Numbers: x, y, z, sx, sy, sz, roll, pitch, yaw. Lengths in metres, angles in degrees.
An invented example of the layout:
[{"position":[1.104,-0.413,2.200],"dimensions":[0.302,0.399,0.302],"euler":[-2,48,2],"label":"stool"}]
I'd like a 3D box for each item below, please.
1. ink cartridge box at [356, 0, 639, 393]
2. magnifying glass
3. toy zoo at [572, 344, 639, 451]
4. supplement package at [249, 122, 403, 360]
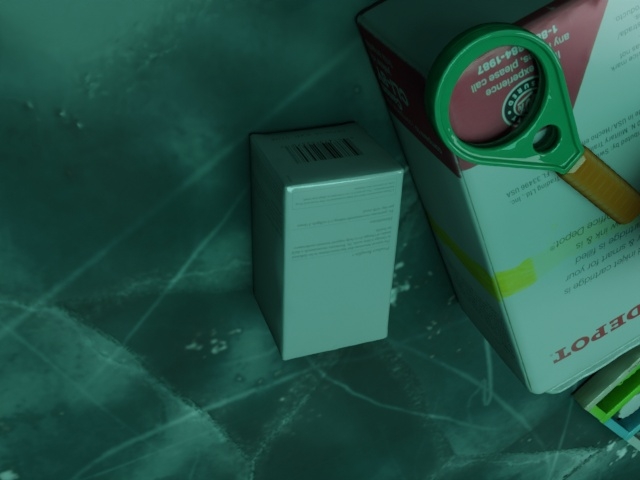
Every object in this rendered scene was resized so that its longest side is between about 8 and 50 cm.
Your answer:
[{"position":[0.236,-0.078,0.643],"dimensions":[0.279,0.160,0.385],"euler":[-29,128,-3],"label":"ink cartridge box"},{"position":[0.165,-0.071,0.505],"dimensions":[0.231,0.026,0.092],"euler":[29,107,-31],"label":"magnifying glass"},{"position":[0.520,0.227,1.055],"dimensions":[0.192,0.030,0.293],"euler":[-47,128,11],"label":"toy zoo"},{"position":[0.000,0.000,0.627],"dimensions":[0.105,0.105,0.179],"euler":[-10,124,-19],"label":"supplement package"}]
